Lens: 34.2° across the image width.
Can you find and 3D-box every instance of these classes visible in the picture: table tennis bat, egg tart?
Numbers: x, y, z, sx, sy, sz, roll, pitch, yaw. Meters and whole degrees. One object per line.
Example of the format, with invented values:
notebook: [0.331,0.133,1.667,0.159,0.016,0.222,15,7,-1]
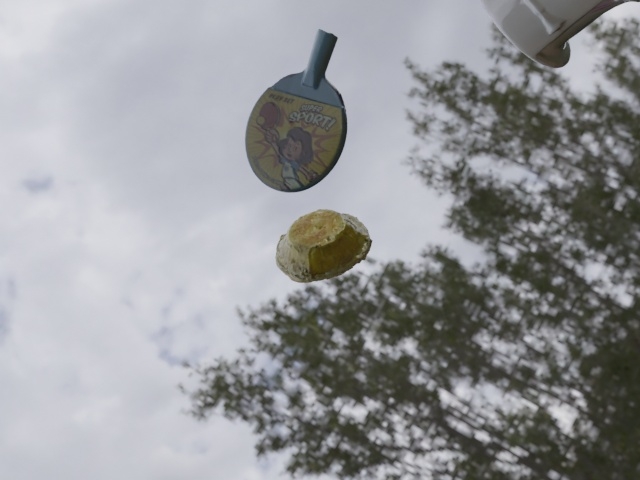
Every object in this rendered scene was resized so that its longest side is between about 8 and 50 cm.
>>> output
table tennis bat: [-0.017,-0.120,0.971,0.019,0.100,0.155,15,-86,-67]
egg tart: [0.000,0.000,1.068,0.105,0.105,0.039,-45,-42,-27]

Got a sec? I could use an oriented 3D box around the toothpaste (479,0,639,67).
toothpaste: [0.182,-0.178,0.339,0.323,0.066,0.100,-40,7,37]
